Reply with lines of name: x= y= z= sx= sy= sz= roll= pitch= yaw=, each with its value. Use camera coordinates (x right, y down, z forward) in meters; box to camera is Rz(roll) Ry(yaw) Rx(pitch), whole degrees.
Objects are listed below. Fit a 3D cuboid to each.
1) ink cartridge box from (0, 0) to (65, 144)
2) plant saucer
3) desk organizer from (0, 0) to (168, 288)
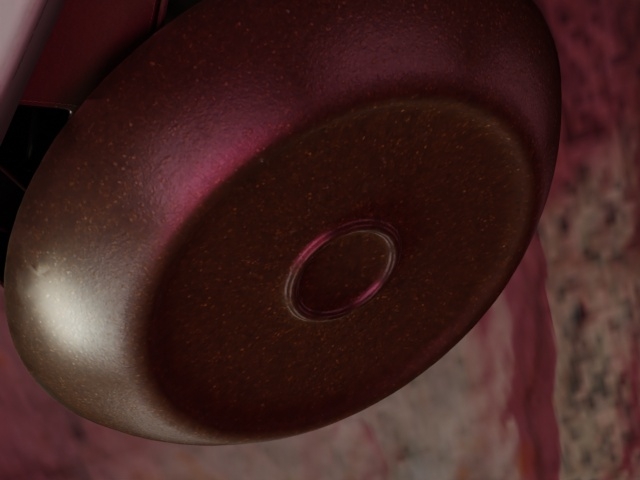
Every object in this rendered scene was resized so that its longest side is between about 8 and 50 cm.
ink cartridge box: x=-0.185 y=-0.091 z=0.483 sx=0.239 sy=0.060 sz=0.275 roll=27 pitch=119 yaw=-4
plant saucer: x=0.000 y=0.000 z=0.593 sx=0.198 sy=0.036 sz=0.199 roll=-20 pitch=139 yaw=-19
desk organizer: x=-0.082 y=-0.036 z=0.572 sx=0.050 sy=0.047 sz=0.130 roll=4 pitch=129 yaw=-15
